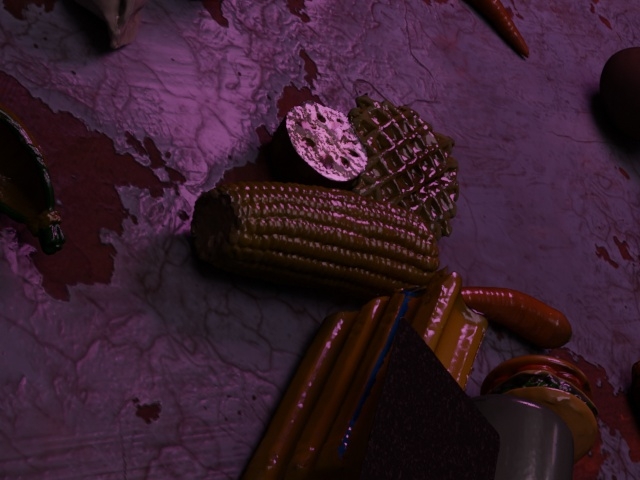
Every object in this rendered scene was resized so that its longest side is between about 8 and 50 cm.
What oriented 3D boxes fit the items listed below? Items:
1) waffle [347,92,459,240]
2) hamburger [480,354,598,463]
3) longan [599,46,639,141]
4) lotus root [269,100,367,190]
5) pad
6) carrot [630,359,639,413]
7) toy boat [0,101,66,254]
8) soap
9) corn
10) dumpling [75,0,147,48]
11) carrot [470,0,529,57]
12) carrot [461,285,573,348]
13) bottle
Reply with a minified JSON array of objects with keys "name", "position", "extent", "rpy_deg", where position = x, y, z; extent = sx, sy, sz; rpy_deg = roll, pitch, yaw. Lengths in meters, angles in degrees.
[{"name":"waffle","position":[0.115,-0.099,2.030],"extent":[0.207,0.054,0.214],"rpy_deg":[27,50,-35]},{"name":"hamburger","position":[0.276,0.224,1.871],"extent":[0.162,0.162,0.115],"rpy_deg":[35,36,-22]},{"name":"longan","position":[0.572,-0.258,2.556],"extent":[0.185,0.159,0.204],"rpy_deg":[44,21,-9]},{"name":"lotus root","position":[-0.010,-0.111,1.887],"extent":[0.112,0.081,0.122],"rpy_deg":[-11,70,-48]},{"name":"pad","position":[0.106,0.263,1.474],"extent":[0.220,0.004,0.330],"rpy_deg":[51,38,-30]},{"name":"carrot","position":[0.513,0.282,2.144],"extent":[0.069,0.069,0.229],"rpy_deg":[7,58,-44]},{"name":"toy boat","position":[-0.339,-0.085,1.511],"extent":[0.229,0.089,0.088],"rpy_deg":[46,24,-15]},{"name":"soap","position":[0.056,0.181,1.631],"extent":[0.096,0.204,0.324],"rpy_deg":[54,37,-20]},{"name":"corn","position":[0.000,0.000,1.774],"extent":[0.344,0.131,0.131],"rpy_deg":[10,55,-42]},{"name":"dumpling","position":[-0.249,-0.328,1.798],"extent":[0.111,0.181,0.155],"rpy_deg":[19,3,11]},{"name":"carrot","position":[0.286,-0.390,2.454],"extent":[0.216,0.048,0.048],"rpy_deg":[48,37,-15]},{"name":"carrot","position":[0.246,0.094,2.021],"extent":[0.271,0.066,0.062],"rpy_deg":[22,4,-31]},{"name":"bottle","position":[0.200,0.356,1.678],"extent":[0.168,0.168,0.347],"rpy_deg":[33,46,-24]}]
